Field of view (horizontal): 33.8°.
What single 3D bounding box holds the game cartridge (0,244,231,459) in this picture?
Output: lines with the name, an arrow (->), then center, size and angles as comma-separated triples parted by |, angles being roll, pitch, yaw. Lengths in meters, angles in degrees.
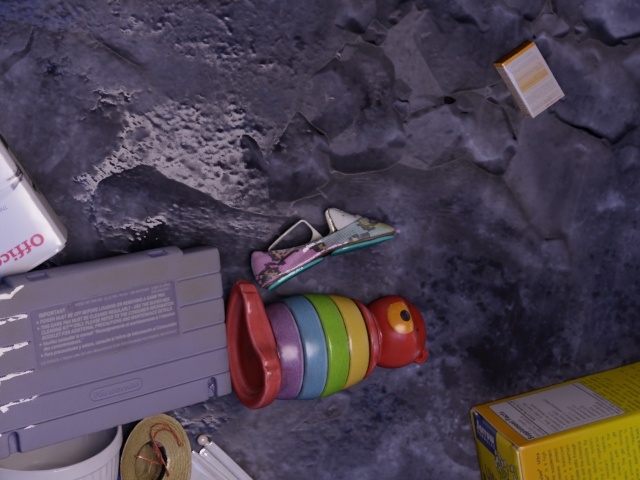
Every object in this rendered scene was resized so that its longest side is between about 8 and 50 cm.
game cartridge -> -0.292, 0.138, 1.424 | 0.355, 0.068, 0.230 | -11, 99, -33

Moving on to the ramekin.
ramekin -> -0.374, 0.309, 1.442 | 0.207, 0.207, 0.109 | -3, 109, -13

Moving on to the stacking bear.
stacking bear -> 0.020, 0.145, 1.528 | 0.289, 0.164, 0.175 | -6, 60, -22

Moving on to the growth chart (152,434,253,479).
growth chart -> -0.212, 0.408, 1.586 | 0.237, 0.021, 0.172 | -35, 106, -5

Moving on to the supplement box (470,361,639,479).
supplement box -> 0.443, 0.331, 1.636 | 0.356, 0.194, 0.195 | -13, 102, -10

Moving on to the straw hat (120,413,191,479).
straw hat -> -0.255, 0.326, 1.529 | 0.144, 0.061, 0.144 | 17, 68, -48

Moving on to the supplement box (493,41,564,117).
supplement box -> 0.315, -0.242, 1.589 | 0.062, 0.036, 0.098 | -35, 105, -6

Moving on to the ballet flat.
ballet flat -> 0.000, 0.000, 1.546 | 0.221, 0.077, 0.079 | -23, 84, -8

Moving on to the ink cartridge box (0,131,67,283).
ink cartridge box -> -0.492, -0.062, 1.392 | 0.198, 0.115, 0.273 | -32, 105, -6
